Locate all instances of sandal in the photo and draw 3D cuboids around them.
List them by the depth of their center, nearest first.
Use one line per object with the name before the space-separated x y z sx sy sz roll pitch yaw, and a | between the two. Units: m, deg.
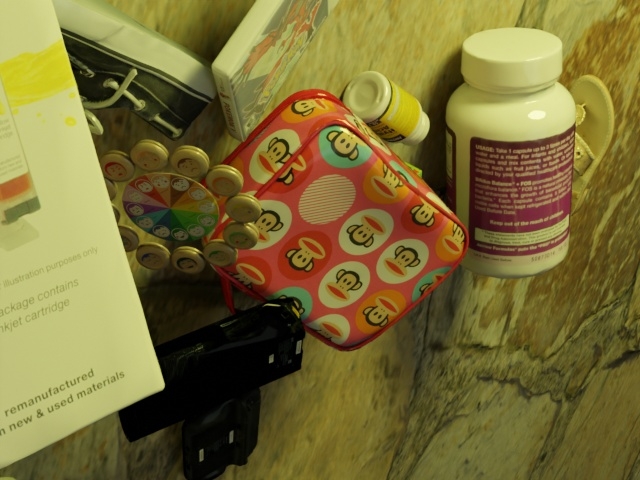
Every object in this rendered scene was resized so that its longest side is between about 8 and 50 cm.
sandal | 0.369 -0.124 1.631 0.079 0.088 0.240 -29 138 -40

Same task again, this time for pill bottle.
pill bottle | 0.083 -0.155 1.321 0.116 0.065 0.065 23 97 -51
pill bottle | 0.248 -0.116 1.433 0.169 0.169 0.302 -26 127 -34

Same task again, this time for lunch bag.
lunch bag | 0.000 0.000 1.238 0.258 0.120 0.293 -44 129 7

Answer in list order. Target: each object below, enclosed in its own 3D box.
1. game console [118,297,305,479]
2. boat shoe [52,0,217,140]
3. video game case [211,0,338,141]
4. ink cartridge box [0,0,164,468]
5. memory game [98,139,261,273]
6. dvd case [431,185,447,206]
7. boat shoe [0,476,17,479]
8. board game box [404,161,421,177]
game console | -0.129 0.199 1.276 0.213 0.044 0.361 -21 150 -18
boat shoe | -0.204 -0.159 0.977 0.105 0.113 0.306 -57 157 7
video game case | -0.038 -0.212 1.101 0.201 0.023 0.183 -57 171 -12
ink cartridge box | -0.286 -0.062 0.719 0.160 0.279 0.385 -23 106 -38
memory game | -0.149 -0.029 1.090 0.186 0.186 0.012 72 20 -44
dvd case | 0.157 -0.033 1.524 0.119 0.013 0.087 -12 124 -41
boat shoe | -0.362 0.390 1.155 0.118 0.103 0.320 -8 133 -46
board game box | 0.048 -0.029 1.385 0.181 0.043 0.092 -25 132 -34
